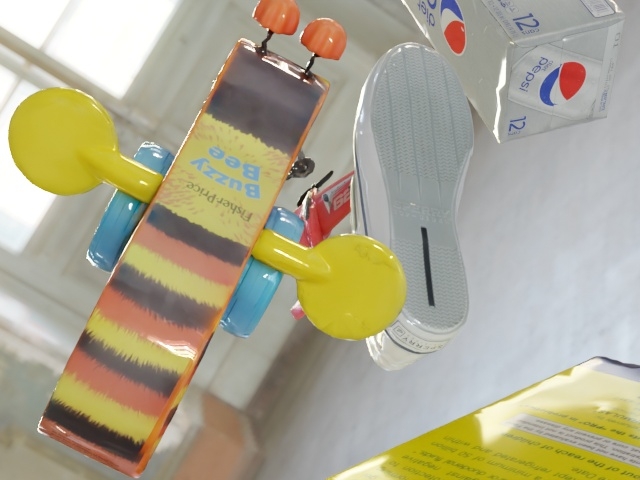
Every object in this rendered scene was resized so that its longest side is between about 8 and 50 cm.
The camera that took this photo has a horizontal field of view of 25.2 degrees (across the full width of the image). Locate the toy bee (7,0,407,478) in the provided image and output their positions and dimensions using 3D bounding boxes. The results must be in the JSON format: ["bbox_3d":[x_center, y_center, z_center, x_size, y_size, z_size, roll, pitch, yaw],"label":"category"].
[{"bbox_3d":[-0.055,-0.039,0.710,0.298,0.195,0.162,-99,28,-44],"label":"toy bee"}]

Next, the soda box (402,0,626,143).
[{"bbox_3d":[0.121,-0.204,1.097,0.098,0.091,0.286,90,160,-45],"label":"soda box"}]

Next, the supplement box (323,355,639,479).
[{"bbox_3d":[0.105,0.217,0.726,0.357,0.194,0.195,-19,19,-35],"label":"supplement box"}]

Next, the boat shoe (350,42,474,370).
[{"bbox_3d":[0.048,-0.024,0.932,0.076,0.083,0.226,-47,31,51],"label":"boat shoe"}]

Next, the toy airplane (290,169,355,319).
[{"bbox_3d":[0.000,0.000,1.064,0.151,0.028,0.151,-34,29,23],"label":"toy airplane"}]
